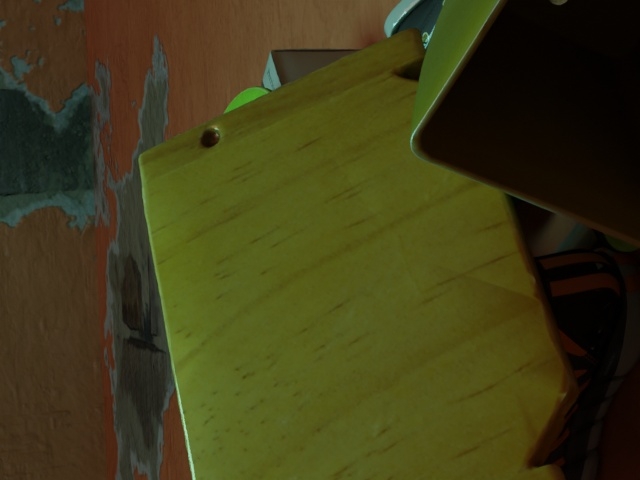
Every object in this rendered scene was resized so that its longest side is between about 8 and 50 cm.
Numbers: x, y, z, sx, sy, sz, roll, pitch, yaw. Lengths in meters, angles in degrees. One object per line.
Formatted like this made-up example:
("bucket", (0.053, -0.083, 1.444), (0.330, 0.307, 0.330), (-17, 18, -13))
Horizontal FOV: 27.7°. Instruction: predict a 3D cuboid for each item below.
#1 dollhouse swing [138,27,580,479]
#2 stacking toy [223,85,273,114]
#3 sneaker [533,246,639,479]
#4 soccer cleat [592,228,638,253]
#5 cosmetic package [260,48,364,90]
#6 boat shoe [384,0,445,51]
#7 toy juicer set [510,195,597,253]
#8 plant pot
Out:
("dollhouse swing", (0.038, 0.110, 0.944), (0.305, 0.315, 0.346), (45, -154, -56))
("stacking toy", (0.000, 0.000, 1.241), (0.309, 0.130, 0.279), (5, 85, 54))
("sneaker", (0.130, 0.140, 1.036), (0.124, 0.180, 0.321), (-123, 36, -51))
("soccer cleat", (0.213, -0.069, 0.976), (0.072, 0.060, 0.178), (114, 154, -66))
("cosmetic package", (-0.012, -0.052, 1.431), (0.296, 0.129, 0.153), (109, 150, -43))
("boat shoe", (0.142, -0.209, 1.056), (0.228, 0.081, 0.068), (-44, 53, 41))
("toy juicer set", (0.124, -0.035, 1.148), (0.329, 0.090, 0.209), (-120, 34, -47))
("plant pot", (0.188, -0.147, 0.801), (0.212, 0.212, 0.187), (-59, 19, 32))
